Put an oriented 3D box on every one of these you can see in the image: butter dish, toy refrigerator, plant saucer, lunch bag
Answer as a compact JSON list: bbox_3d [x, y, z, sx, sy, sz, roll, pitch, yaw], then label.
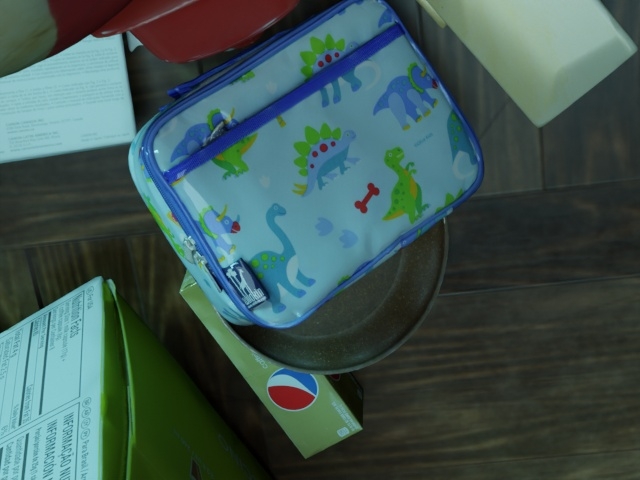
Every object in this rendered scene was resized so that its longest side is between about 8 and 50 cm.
[{"bbox_3d":[-0.073,-0.179,0.779,0.159,0.160,0.118,-23,137,6],"label":"butter dish"},{"bbox_3d":[0.086,-0.208,0.770,0.094,0.102,0.269,-39,108,17],"label":"toy refrigerator"},{"bbox_3d":[0.000,0.000,0.864,0.198,0.036,0.199,0,90,-19],"label":"plant saucer"},{"bbox_3d":[-0.011,-0.056,0.796,0.219,0.090,0.176,-33,98,-18],"label":"lunch bag"}]

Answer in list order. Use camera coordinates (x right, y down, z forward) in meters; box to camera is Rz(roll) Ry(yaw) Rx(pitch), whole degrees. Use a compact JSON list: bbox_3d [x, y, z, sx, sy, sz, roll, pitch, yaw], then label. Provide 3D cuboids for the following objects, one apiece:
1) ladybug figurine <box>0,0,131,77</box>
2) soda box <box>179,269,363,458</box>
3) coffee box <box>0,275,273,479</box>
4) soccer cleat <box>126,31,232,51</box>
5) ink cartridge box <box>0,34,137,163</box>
[{"bbox_3d":[-0.131,-0.250,0.602,0.162,0.449,0.305,27,158,12],"label":"ladybug figurine"},{"bbox_3d":[-0.036,0.083,0.925,0.058,0.061,0.181,-30,110,15],"label":"soda box"},{"bbox_3d":[-0.195,0.301,0.837,0.334,0.338,0.338,-30,119,7],"label":"coffee box"},{"bbox_3d":[-0.102,-0.146,0.845,0.083,0.029,0.036,12,123,0],"label":"soccer cleat"},{"bbox_3d":[-0.216,-0.147,0.819,0.145,0.045,0.179,-10,97,-21],"label":"ink cartridge box"}]
